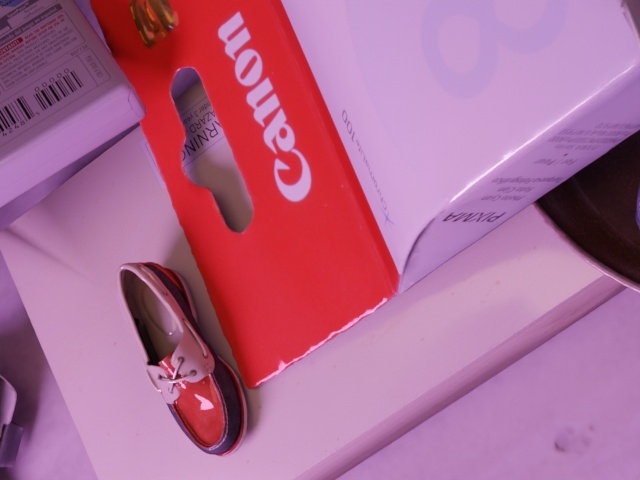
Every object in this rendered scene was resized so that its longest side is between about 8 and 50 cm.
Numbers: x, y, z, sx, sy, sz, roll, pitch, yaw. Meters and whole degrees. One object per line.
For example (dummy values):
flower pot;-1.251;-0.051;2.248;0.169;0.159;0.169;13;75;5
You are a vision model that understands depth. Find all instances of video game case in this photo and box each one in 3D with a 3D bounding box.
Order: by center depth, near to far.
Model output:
video game case;-0.315;-0.088;1.213;0.329;0.036;0.300;-33;48;-4

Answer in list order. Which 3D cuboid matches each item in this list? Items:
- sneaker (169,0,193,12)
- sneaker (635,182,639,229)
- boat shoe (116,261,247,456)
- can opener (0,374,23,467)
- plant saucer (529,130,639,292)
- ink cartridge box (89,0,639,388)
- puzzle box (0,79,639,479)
sneaker;-0.088;-0.272;1.224;0.123;0.109;0.295;-33;75;16
sneaker;0.260;-0.093;0.877;0.283;0.122;0.110;-40;68;19
boat shoe;-0.089;0.073;1.115;0.049;0.043;0.137;-33;67;19
can opener;-0.278;0.217;1.214;0.076;0.095;0.283;11;84;30
plant saucer;0.250;-0.098;0.997;0.310;0.050;0.310;-5;69;13
ink cartridge box;0.002;-0.129;1.021;0.385;0.091;0.308;-36;68;34
puzzle box;0.000;0.000;1.139;0.409;0.052;0.272;-34;65;17
